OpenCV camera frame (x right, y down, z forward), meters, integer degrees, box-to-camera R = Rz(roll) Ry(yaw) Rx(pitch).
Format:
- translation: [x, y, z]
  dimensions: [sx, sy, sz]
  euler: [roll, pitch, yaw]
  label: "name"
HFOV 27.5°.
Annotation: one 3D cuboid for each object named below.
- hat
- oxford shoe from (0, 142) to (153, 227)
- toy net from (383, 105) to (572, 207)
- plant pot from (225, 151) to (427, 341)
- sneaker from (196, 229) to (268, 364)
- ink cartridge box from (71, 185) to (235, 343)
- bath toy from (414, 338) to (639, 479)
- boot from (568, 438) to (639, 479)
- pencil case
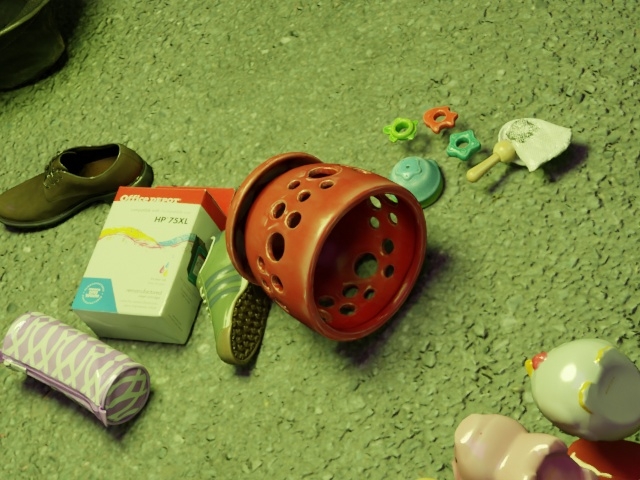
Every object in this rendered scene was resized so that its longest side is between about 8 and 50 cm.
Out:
- translation: [-0.465, -0.306, 1.944]
  dimensions: [0.331, 0.134, 0.331]
  euler: [-26, 36, 21]
  label: "hat"
- translation: [-0.350, -0.085, 1.772]
  dimensions: [0.227, 0.096, 0.082]
  euler: [-20, 55, 12]
  label: "oxford shoe"
- translation: [0.191, -0.111, 1.590]
  dimensions: [0.232, 0.045, 0.122]
  euler: [-8, 54, 16]
  label: "toy net"
- translation: [0.000, 0.000, 1.512]
  dimensions: [0.174, 0.191, 0.191]
  euler: [25, 71, 44]
  label: "plant pot"
- translation: [-0.113, 0.066, 1.597]
  dimensions: [0.086, 0.064, 0.192]
  euler: [-10, 58, 33]
  label: "sneaker"
- translation: [-0.207, 0.009, 1.658]
  dimensions: [0.134, 0.078, 0.231]
  euler: [2, 59, 25]
  label: "ink cartridge box"
- translation: [0.166, 0.227, 1.208]
  dimensions: [0.348, 0.151, 0.129]
  euler: [-49, 13, -25]
  label: "bath toy"
- translation: [0.327, 0.221, 1.226]
  dimensions: [0.244, 0.176, 0.088]
  euler: [19, 69, 33]
  label: "boot"
- translation: [-0.303, 0.154, 1.596]
  dimensions: [0.206, 0.086, 0.088]
  euler: [19, 34, 33]
  label: "pencil case"
